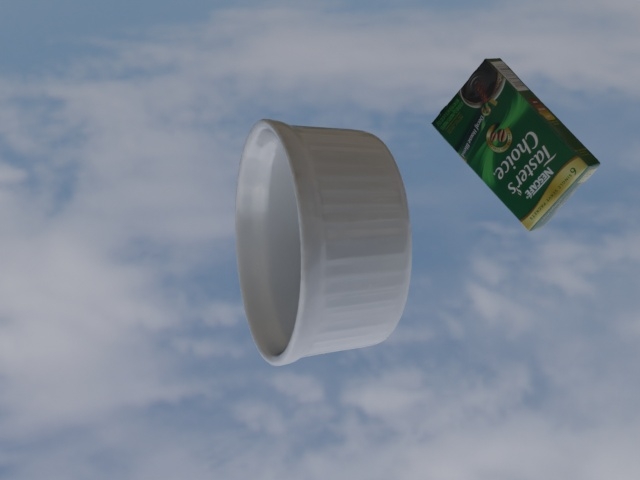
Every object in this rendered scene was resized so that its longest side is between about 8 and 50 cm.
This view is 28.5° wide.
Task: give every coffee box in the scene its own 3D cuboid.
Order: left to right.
[{"bbox_3d":[0.228,-0.114,1.478,0.184,0.113,0.040,51,-149,18],"label":"coffee box"}]

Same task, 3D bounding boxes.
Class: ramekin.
[{"bbox_3d":[0.000,0.000,1.433,0.135,0.277,0.277,-2,-159,-18],"label":"ramekin"}]
